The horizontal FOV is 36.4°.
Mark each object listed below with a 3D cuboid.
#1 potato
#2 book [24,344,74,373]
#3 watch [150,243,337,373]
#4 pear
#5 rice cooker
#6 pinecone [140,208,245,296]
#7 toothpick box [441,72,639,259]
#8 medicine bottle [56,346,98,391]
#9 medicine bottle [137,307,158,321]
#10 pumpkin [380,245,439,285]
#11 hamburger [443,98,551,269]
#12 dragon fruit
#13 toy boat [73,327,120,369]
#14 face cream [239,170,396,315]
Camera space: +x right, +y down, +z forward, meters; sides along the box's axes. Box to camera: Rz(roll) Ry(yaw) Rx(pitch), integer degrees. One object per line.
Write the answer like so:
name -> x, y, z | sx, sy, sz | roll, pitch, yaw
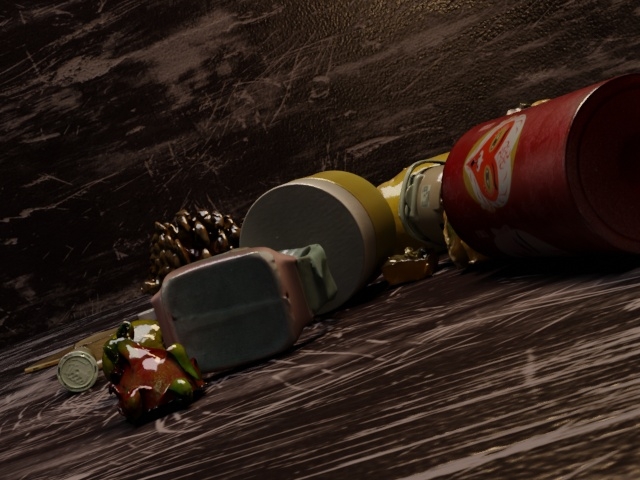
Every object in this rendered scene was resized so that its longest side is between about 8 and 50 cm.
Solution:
potato -> 0.233, -0.075, 1.774 | 0.300, 0.172, 0.140 | -21, -18, 5
book -> -0.618, 0.281, 2.480 | 0.242, 0.018, 0.170 | -18, 5, 34
watch -> -0.105, 0.079, 1.444 | 0.253, 0.161, 0.241 | -14, 7, 4
pear -> -0.281, 0.177, 1.508 | 0.131, 0.107, 0.107 | -29, -1, 31
rice cooker -> 0.227, -0.056, 1.590 | 0.206, 0.145, 0.127 | 11, -8, -33
pinecone -> -0.190, 0.068, 1.730 | 0.257, 0.243, 0.243 | 17, -13, -22
toothpick box -> 0.306, -0.077, 1.208 | 0.204, 0.204, 0.333 | -22, 4, -15
medicine bottle -> -0.458, 0.240, 1.846 | 0.074, 0.074, 0.218 | -22, 2, -13
medicine bottle -> -0.302, 0.171, 1.803 | 0.052, 0.089, 0.052 | -21, 4, 2
pumpkin -> 0.145, 0.037, 1.570 | 0.083, 0.053, 0.074 | -11, 9, 18
hamburger -> 0.319, -0.103, 1.470 | 0.330, 0.209, 0.162 | -20, 4, -14
dragon fruit -> -0.233, 0.182, 1.288 | 0.142, 0.175, 0.138 | -51, -20, 22
toy boat -> -0.461, 0.229, 2.059 | 0.116, 0.061, 0.188 | -22, 4, -10
face cream -> 0.000, 0.000, 1.620 | 0.218, 0.218, 0.179 | -19, 3, 23
